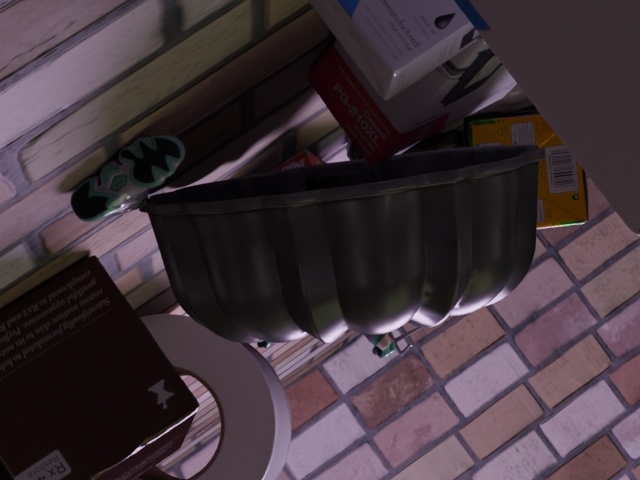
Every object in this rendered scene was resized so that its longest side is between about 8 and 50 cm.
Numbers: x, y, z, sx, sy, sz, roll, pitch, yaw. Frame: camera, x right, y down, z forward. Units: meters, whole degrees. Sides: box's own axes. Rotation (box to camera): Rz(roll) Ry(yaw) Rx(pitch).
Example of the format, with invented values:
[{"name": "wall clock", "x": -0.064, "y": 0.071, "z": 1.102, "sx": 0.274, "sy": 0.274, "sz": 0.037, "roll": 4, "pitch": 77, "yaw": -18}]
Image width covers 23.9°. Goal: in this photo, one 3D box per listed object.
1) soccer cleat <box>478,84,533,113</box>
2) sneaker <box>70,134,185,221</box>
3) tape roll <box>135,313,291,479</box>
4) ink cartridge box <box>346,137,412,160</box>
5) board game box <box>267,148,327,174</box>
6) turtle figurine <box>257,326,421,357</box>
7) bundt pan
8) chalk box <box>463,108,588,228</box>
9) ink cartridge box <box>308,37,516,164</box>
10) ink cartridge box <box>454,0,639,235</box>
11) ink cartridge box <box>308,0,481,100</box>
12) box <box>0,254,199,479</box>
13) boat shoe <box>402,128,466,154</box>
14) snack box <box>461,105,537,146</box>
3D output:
[{"name": "soccer cleat", "x": 0.254, "y": -0.191, "z": 1.777, "sx": 0.196, "sy": 0.068, "sz": 0.076, "roll": -18, "pitch": 167, "yaw": -44}, {"name": "sneaker", "x": -0.135, "y": -0.048, "z": 1.133, "sx": 0.098, "sy": 0.038, "sz": 0.069, "roll": -28, "pitch": 175, "yaw": 14}, {"name": "tape roll", "x": -0.161, "y": 0.209, "z": 1.696, "sx": 0.246, "sy": 0.246, "sz": 0.169, "roll": -36, "pitch": 172, "yaw": 0}, {"name": "ink cartridge box", "x": 0.122, "y": -0.159, "z": 1.495, "sx": 0.206, "sy": 0.045, "sz": 0.208, "roll": -34, "pitch": 170, "yaw": -9}, {"name": "board game box", "x": 0.000, "y": 0.000, "z": 1.527, "sx": 0.145, "sy": 0.027, "sz": 0.281, "roll": -33, "pitch": 150, "yaw": 17}, {"name": "turtle figurine", "x": 0.010, "y": 0.063, "z": 1.800, "sx": 0.234, "sy": 0.175, "sz": 0.118, "roll": -5, "pitch": 112, "yaw": -33}, {"name": "bundt pan", "x": 0.023, "y": 0.004, "z": 1.227, "sx": 0.330, "sy": 0.124, "sz": 0.331, "roll": -7, "pitch": -174, "yaw": 1}, {"name": "chalk box", "x": 0.238, "y": -0.088, "z": 1.800, "sx": 0.132, "sy": 0.132, "sz": 0.213, "roll": -5, "pitch": -175, "yaw": 3}, {"name": "ink cartridge box", "x": 0.122, "y": -0.181, "z": 1.186, "sx": 0.172, "sy": 0.100, "sz": 0.237, "roll": -29, "pitch": 169, "yaw": -36}, {"name": "ink cartridge box", "x": 0.245, "y": -0.222, "z": 0.840, "sx": 0.395, "sy": 0.285, "sz": 0.166, "roll": -30, "pitch": 169, "yaw": -38}, {"name": "ink cartridge box", "x": 0.087, "y": -0.189, "z": 1.009, "sx": 0.180, "sy": 0.104, "sz": 0.060, "roll": -35, "pitch": 170, "yaw": -10}, {"name": "box", "x": -0.228, "y": 0.147, "z": 1.363, "sx": 0.168, "sy": 0.167, "sz": 0.203, "roll": -32, "pitch": 170, "yaw": -18}, {"name": "boat shoe", "x": 0.112, "y": -0.068, "z": 1.773, "sx": 0.119, "sy": 0.123, "sz": 0.324, "roll": -4, "pitch": -179, "yaw": 4}, {"name": "snack box", "x": 0.235, "y": -0.128, "z": 2.027, "sx": 0.322, "sy": 0.060, "sz": 0.187, "roll": -43, "pitch": 167, "yaw": 36}]
